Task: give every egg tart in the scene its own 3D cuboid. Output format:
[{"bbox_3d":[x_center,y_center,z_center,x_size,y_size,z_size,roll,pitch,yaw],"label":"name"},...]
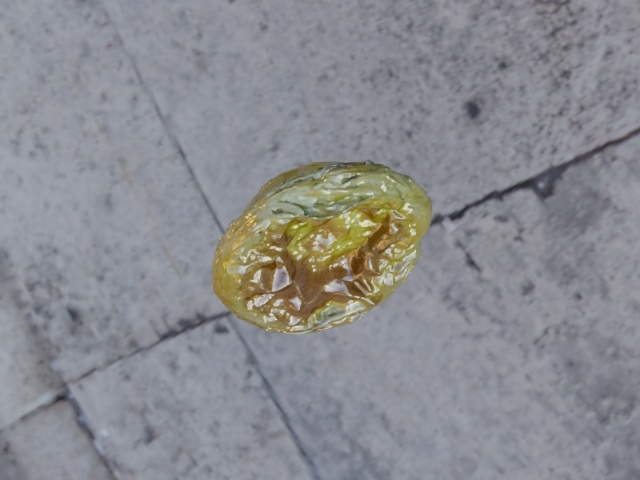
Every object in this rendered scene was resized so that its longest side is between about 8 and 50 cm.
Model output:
[{"bbox_3d":[0.000,0.000,0.697,0.130,0.130,0.052,-65,36,40],"label":"egg tart"}]
